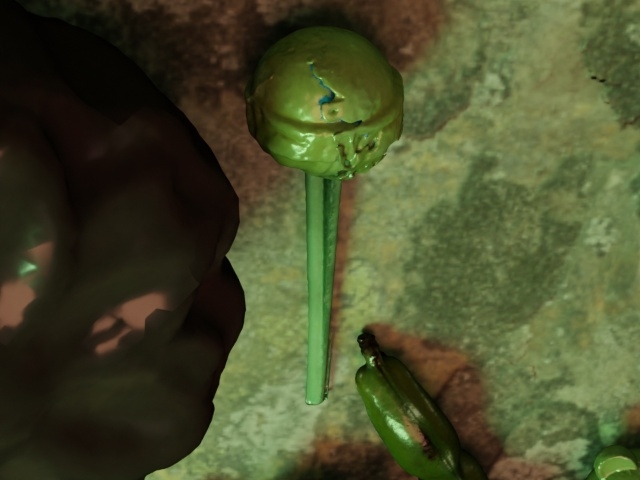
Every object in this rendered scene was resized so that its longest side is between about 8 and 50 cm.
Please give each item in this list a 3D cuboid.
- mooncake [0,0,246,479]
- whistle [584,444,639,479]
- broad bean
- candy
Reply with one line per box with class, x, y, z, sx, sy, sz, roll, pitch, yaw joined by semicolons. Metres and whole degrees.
mooncake;-0.226;0.031;1.172;0.381;0.212;0.350;18;112;-37
whistle;0.214;0.237;1.495;0.105;0.085;0.227;21;123;-11
broad bean;0.078;0.150;1.426;0.048;0.070;0.213;-36;116;0
candy;0.000;0.000;1.299;0.093;0.092;0.335;-32;145;-30
